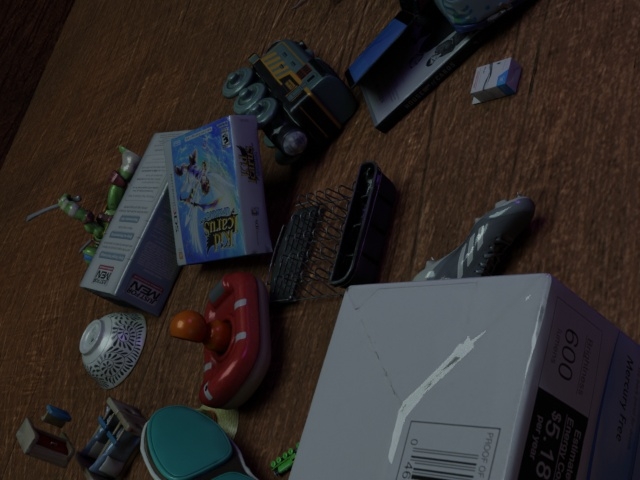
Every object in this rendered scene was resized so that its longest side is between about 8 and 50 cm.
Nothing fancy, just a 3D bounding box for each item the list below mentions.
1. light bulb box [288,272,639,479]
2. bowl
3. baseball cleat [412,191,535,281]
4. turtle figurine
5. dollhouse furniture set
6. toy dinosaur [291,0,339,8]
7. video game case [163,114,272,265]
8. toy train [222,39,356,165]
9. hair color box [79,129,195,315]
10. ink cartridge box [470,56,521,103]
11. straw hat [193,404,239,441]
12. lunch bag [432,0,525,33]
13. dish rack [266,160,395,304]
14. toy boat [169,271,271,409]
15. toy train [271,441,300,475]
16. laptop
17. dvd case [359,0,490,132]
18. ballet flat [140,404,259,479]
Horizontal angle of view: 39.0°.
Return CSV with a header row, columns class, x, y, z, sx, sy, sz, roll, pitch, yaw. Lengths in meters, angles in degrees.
class,x,y,z,sx,sy,sz,roll,pitch,yaw
light bulb box,0.165,0.264,0.769,0.225,0.361,0.358,-6,59,48
bowl,-0.436,0.210,1.840,0.170,0.080,0.170,-31,42,33
baseball cleat,0.211,0.035,1.173,0.206,0.072,0.109,-44,49,28
turtle figurine,-0.508,-0.088,2.069,0.274,0.198,0.266,21,77,52
dollhouse furniture set,-0.413,0.348,1.605,0.129,0.183,0.129,-59,33,-2
toy dinosaur,0.009,-0.531,1.845,0.183,0.092,0.053,-56,33,3
video game case,-0.195,-0.084,1.658,0.269,0.061,0.244,-10,88,55
toy train,-0.062,-0.273,1.708,0.190,0.142,0.334,-40,34,5
hair color box,-0.343,-0.041,1.892,0.185,0.113,0.374,5,67,54
ink cartridge box,0.255,-0.237,1.352,0.083,0.028,0.048,-9,57,49
straw hat,-0.203,0.306,1.480,0.144,0.061,0.144,-33,40,33
lunch bag,0.253,-0.433,1.434,0.176,0.090,0.219,-31,40,7
dish rack,0.000,0.000,1.452,0.271,0.074,0.208,-12,54,48
toy boat,-0.171,0.154,1.455,0.151,0.151,0.231,-46,39,41
toy train,-0.040,0.313,1.305,0.083,0.017,0.024,-41,48,24
laptop,0.087,-0.413,1.539,0.136,0.264,0.234,-11,17,2
dvd case,0.165,-0.314,1.529,0.238,0.029,0.179,-42,37,24
ballet flat,-0.149,0.372,1.297,0.400,0.139,0.139,24,83,52
